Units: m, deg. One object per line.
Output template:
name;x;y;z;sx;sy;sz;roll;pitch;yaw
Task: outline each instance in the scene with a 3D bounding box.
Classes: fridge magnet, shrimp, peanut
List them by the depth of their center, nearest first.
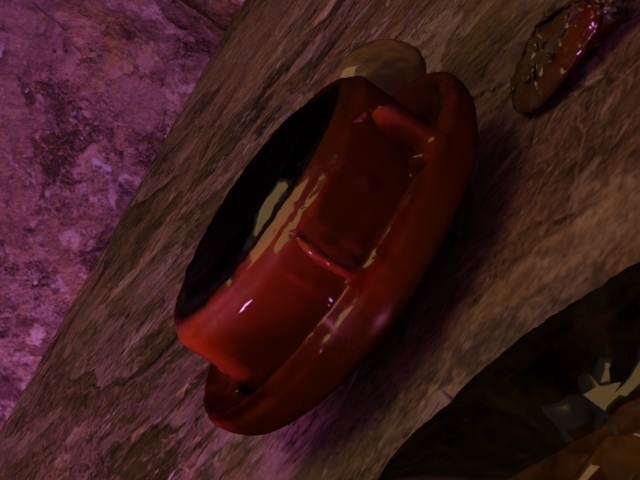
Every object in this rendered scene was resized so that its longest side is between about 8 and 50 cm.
shrimp;0.204;-0.161;1.093;0.184;0.043;0.091;-48;23;56
fridge magnet;0.000;0.000;1.173;0.363;0.155;0.363;-52;14;18
peanut;0.016;-0.108;1.436;0.256;0.123;0.123;-52;15;18

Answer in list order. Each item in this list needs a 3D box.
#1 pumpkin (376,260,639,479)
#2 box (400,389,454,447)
pumpkin;0.147;0.115;0.382;0.325;0.242;0.232;-30;-3;26
box;0.066;0.162;0.824;0.125;0.043;0.089;-56;14;4
